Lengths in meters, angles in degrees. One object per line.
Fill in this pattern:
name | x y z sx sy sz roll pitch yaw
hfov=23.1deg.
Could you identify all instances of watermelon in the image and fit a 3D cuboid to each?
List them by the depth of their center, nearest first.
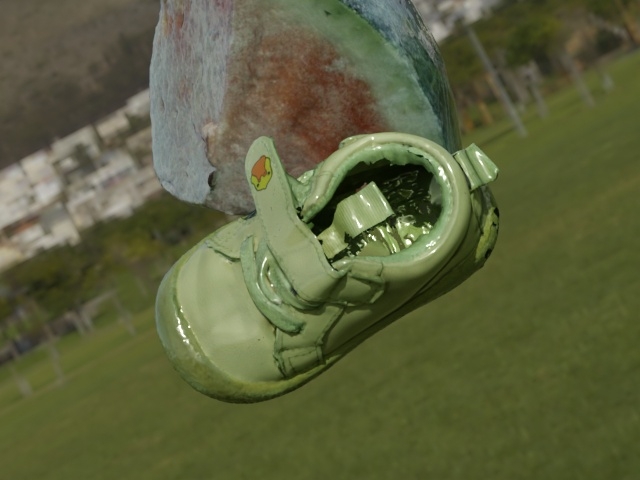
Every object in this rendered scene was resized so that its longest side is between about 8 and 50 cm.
watermelon | -0.032 -0.116 1.239 0.258 0.387 0.228 -31 37 14

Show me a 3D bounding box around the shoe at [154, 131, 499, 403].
shoe | 0.000 0.002 1.102 0.262 0.140 0.128 -24 -33 -5
